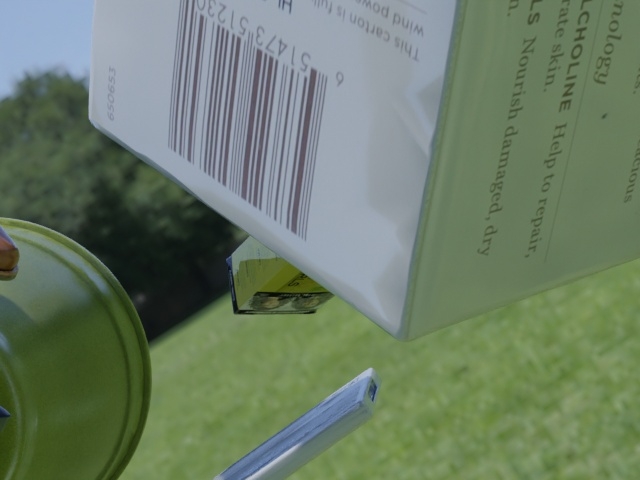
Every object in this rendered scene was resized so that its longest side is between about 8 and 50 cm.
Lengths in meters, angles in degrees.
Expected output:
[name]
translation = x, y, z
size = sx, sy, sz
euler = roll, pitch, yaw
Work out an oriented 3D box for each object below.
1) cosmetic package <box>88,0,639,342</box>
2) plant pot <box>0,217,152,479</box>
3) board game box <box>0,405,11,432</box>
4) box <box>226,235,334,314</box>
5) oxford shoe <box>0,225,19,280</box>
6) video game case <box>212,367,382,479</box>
[cosmetic package]
translation = 0.109, -0.190, 1.192
size = 0.394, 0.329, 0.327
euler = -18, -53, -39
[plant pot]
translation = -0.386, 0.164, 1.958
size = 0.366, 0.366, 0.353
euler = -32, 0, 5
[board game box]
translation = -0.306, 0.089, 1.038
size = 0.165, 0.243, 0.042
euler = -57, -18, 13
[box]
translation = 0.000, 0.000, 1.594
size = 0.087, 0.058, 0.232
euler = 1, -22, -25
[oxford shoe]
translation = -0.321, -0.055, 1.610
size = 0.076, 0.212, 0.076
euler = -46, -15, 20
[video game case]
translation = -0.028, 0.190, 1.707
size = 0.190, 0.022, 0.173
euler = -35, 2, 7
